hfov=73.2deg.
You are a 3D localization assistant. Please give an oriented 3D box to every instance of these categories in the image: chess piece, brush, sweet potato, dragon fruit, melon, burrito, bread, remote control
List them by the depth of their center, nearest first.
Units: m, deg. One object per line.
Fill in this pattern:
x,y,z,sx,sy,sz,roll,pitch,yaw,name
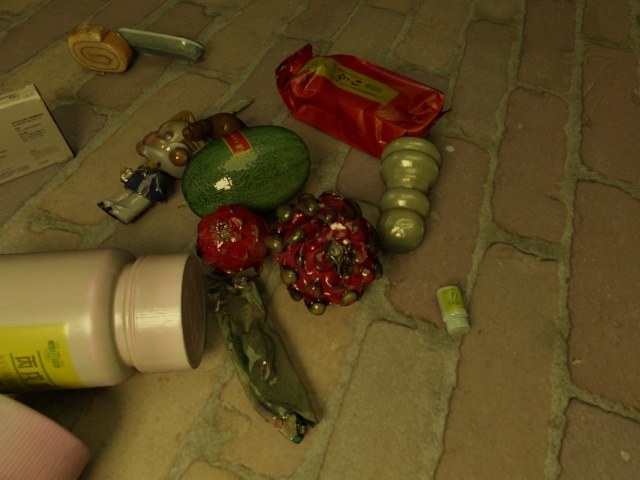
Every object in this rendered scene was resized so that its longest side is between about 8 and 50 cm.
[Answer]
-0.105,0.187,0.717,0.096,0.066,0.309,-17,57,-27,burrito
0.003,-0.003,0.773,0.219,0.198,0.272,-10,56,-21,dragon fruit
-0.156,-0.003,0.775,0.133,0.136,0.166,12,15,24,dragon fruit
-0.155,-0.129,0.869,0.288,0.182,0.182,-28,61,-18,melon
0.176,-0.086,0.894,0.133,0.133,0.243,11,59,5,chess piece
-0.213,-0.237,0.918,0.075,0.074,0.269,25,17,14,sweet potato
-0.231,-0.320,1.092,0.033,0.030,0.178,16,44,27,brush
-0.589,-0.508,1.147,0.149,0.122,0.073,5,58,2,bread
-0.442,-0.541,1.195,0.248,0.104,0.052,12,97,8,remote control

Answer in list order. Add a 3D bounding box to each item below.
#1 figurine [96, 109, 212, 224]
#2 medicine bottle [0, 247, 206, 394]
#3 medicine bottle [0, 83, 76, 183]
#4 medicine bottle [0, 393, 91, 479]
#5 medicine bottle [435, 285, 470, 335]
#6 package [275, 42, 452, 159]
-0.335,-0.148,0.908,0.194,0.133,0.274,-5,51,32,figurine
-0.385,0.119,0.663,0.379,0.213,0.213,-4,55,-5,medicine bottle
-0.655,-0.212,0.907,0.201,0.171,0.052,-30,59,-21,medicine bottle
-0.445,0.346,0.484,0.242,0.241,0.301,17,47,9,medicine bottle
0.243,0.127,0.789,0.047,0.047,0.083,-4,54,-5,medicine bottle
0.091,-0.345,1.066,0.424,0.123,0.196,29,57,17,package
